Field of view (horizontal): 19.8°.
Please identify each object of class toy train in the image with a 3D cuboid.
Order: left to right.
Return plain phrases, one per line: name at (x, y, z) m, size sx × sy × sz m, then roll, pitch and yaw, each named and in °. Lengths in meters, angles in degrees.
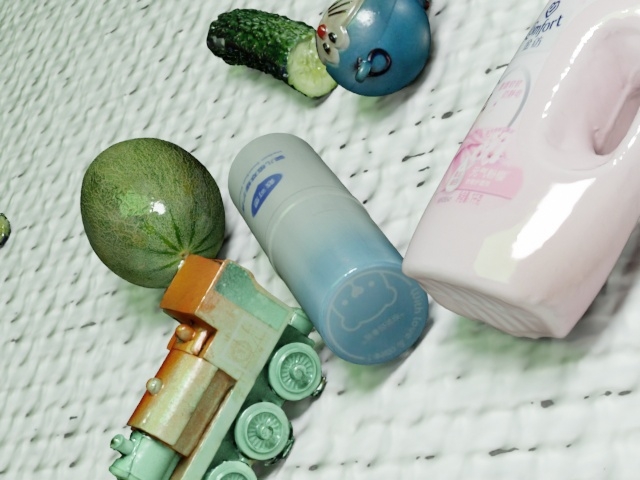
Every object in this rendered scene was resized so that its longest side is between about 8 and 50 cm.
toy train at (-0.076, 0.108, 1.234) m, size 0.176 × 0.118 × 0.074 m, roll -59°, pitch 25°, yaw -13°

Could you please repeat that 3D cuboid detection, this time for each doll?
doll at (0.045, -0.166, 1.388) m, size 0.152 × 0.085 × 0.114 m, roll -71°, pitch 7°, yaw -46°

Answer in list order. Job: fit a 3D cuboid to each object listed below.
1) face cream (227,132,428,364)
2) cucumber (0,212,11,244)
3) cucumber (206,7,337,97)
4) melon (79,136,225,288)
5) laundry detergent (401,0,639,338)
face cream at (0.000, 0.000, 1.277) m, size 0.077 × 0.077 × 0.250 m, roll -51°, pitch 28°, yaw 7°
cucumber at (-0.372, -0.005, 1.906) m, size 0.163 × 0.043 × 0.039 m, roll -10°, pitch 93°, yaw 57°
cucumber at (-0.040, -0.163, 1.544) m, size 0.058 × 0.058 × 0.187 m, roll -56°, pitch 29°, yaw -2°
melon at (-0.136, -0.025, 1.479) m, size 0.114 × 0.114 × 0.167 m, roll -52°, pitch 28°, yaw 5°
laundry detergent at (0.175, -0.103, 1.109) m, size 0.159 × 0.088 × 0.335 m, roll 15°, pitch 71°, yaw 56°
